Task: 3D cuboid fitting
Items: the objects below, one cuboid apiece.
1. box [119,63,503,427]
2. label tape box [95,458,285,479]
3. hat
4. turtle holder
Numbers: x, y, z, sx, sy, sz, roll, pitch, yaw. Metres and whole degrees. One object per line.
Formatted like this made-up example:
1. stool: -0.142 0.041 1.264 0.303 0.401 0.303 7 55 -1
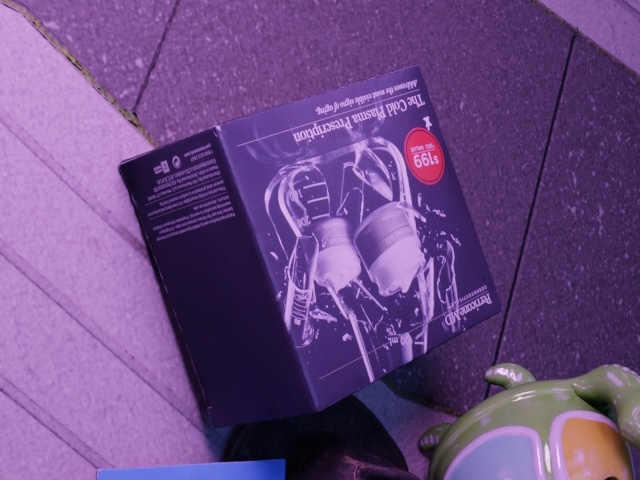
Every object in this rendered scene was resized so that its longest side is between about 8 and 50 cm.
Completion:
1. box: 0.000 0.000 1.508 0.343 0.179 0.312 -23 96 -44
2. label tape box: -0.108 0.399 1.350 0.241 0.106 0.333 4 88 -38
3. hat: 0.040 0.318 1.538 0.331 0.134 0.331 8 78 -43
4. turtle holder: 0.295 0.298 1.648 0.227 0.320 0.243 -105 170 -51
